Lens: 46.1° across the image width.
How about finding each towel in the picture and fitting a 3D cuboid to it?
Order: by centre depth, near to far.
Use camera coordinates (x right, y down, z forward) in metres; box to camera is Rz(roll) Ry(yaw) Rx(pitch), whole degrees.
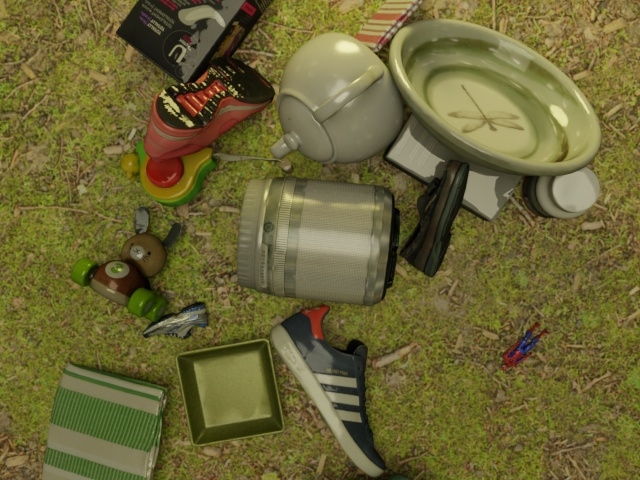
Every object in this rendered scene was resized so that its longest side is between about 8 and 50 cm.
[{"bbox_3d":[0.143,-0.420,1.381,0.029,0.144,0.197,42,94,-21],"label":"towel"},{"bbox_3d":[-0.426,0.419,1.465,0.247,0.038,0.325,11,95,17],"label":"towel"}]

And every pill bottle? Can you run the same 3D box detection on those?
[{"bbox_3d":[0.437,-0.092,1.363,0.108,0.180,0.108,0,93,1],"label":"pill bottle"}]

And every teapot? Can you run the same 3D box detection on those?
[{"bbox_3d":[0.012,-0.226,1.323,0.187,0.256,0.252,-41,53,-20],"label":"teapot"}]

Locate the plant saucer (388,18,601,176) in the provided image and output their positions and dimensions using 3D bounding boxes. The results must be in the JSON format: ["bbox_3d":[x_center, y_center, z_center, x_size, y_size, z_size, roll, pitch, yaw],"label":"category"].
[{"bbox_3d":[0.291,-0.234,1.320,0.400,0.400,0.100,28,134,1],"label":"plant saucer"}]

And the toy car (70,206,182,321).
[{"bbox_3d":[-0.345,0.034,1.424,0.155,0.149,0.188,26,82,11],"label":"toy car"}]

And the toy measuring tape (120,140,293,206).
[{"bbox_3d":[-0.219,-0.114,1.410,0.330,0.121,0.121,7,93,7],"label":"toy measuring tape"}]

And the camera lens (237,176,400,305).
[{"bbox_3d":[0.000,0.000,1.362,0.274,0.219,0.219,6,93,1],"label":"camera lens"}]

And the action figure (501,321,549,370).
[{"bbox_3d":[0.391,0.209,1.455,0.038,0.030,0.115,42,95,-5],"label":"action figure"}]

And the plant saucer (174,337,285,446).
[{"bbox_3d":[-0.174,0.293,1.469,0.188,0.045,0.188,-10,92,2],"label":"plant saucer"}]

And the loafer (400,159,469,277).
[{"bbox_3d":[0.199,-0.040,1.359,0.084,0.096,0.267,24,137,16],"label":"loafer"}]

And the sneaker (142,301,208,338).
[{"bbox_3d":[-0.281,0.170,1.465,0.135,0.052,0.058,-21,98,4],"label":"sneaker"}]

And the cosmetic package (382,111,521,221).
[{"bbox_3d":[0.249,-0.145,1.408,0.238,0.107,0.127,33,93,-3],"label":"cosmetic package"}]

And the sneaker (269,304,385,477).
[{"bbox_3d":[0.052,0.279,1.424,0.148,0.131,0.350,-33,97,-9],"label":"sneaker"}]

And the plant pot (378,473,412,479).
[{"bbox_3d":[0.126,0.558,1.374,0.196,0.293,0.293,-35,91,-24],"label":"plant pot"}]

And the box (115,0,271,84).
[{"bbox_3d":[-0.218,-0.429,1.388,0.165,0.143,0.270,38,94,2],"label":"box"}]

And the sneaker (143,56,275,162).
[{"bbox_3d":[-0.209,-0.233,1.361,0.116,0.314,0.136,47,131,5],"label":"sneaker"}]
